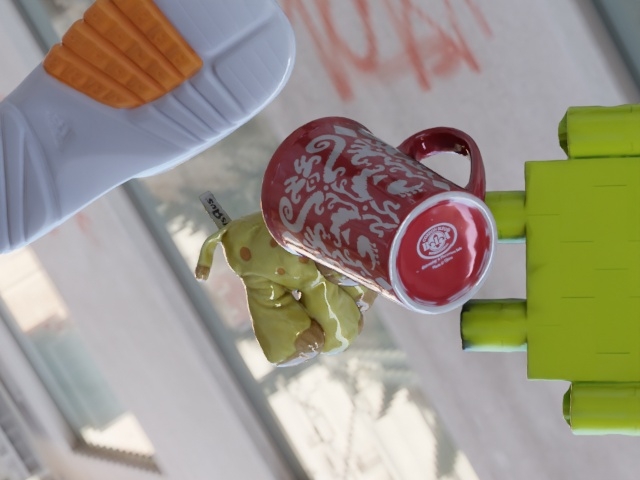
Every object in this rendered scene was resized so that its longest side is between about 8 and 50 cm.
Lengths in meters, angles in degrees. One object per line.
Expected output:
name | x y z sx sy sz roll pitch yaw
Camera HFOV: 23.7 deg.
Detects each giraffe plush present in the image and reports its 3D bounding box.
giraffe plush | 0.000 0.000 1.477 0.170 0.210 0.181 -32 -160 44

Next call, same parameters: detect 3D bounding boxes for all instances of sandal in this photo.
sandal | -0.120 -0.080 0.892 0.265 0.102 0.076 -28 -178 29

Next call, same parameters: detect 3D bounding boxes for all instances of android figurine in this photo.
android figurine | 0.239 0.022 1.131 0.273 0.248 0.056 1 178 15

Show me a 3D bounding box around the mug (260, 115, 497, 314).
mug | 0.054 -0.031 1.110 0.150 0.113 0.169 -55 -146 -2
